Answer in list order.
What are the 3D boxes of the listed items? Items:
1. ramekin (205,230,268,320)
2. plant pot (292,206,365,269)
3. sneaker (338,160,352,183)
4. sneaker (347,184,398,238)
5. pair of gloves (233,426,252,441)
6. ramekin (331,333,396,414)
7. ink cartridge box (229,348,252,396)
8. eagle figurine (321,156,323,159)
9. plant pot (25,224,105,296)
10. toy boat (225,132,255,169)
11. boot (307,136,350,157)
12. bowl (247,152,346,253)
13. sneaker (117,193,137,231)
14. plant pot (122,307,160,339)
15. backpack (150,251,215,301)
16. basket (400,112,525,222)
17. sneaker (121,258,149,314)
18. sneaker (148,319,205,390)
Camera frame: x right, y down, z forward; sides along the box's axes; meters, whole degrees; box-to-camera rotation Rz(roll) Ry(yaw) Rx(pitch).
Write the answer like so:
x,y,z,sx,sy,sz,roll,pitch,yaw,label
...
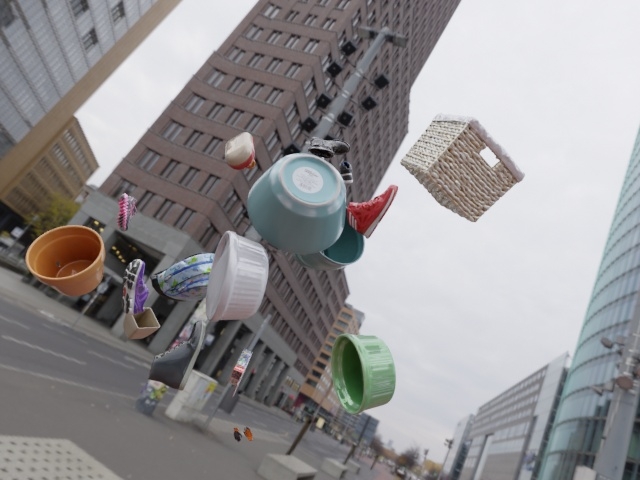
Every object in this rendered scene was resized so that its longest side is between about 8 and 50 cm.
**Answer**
x,y,z,sx,sy,sz,roll,pitch,yaw,label
-0.252,0.114,1.287,0.127,0.272,0.273,13,-14,-23,ramekin
0.000,0.000,1.675,0.293,0.293,0.196,36,-45,-17,plant pot
0.136,-0.408,2.498,0.079,0.121,0.217,-7,17,-18,sneaker
0.165,-0.119,1.458,0.128,0.087,0.221,32,-63,5,sneaker
-0.342,0.855,1.869,0.083,0.010,0.074,-8,-75,7,pair of gloves
0.168,0.514,1.669,0.148,0.303,0.303,-1,-10,-22,ramekin
-0.221,0.355,1.140,0.029,0.115,0.062,23,-57,-1,ink cartridge box
0.012,-0.275,2.257,0.298,0.226,0.225,31,-23,-27,eagle figurine
-1.079,0.106,1.847,0.291,0.290,0.203,26,-39,11,plant pot
-0.377,-0.417,2.092,0.151,0.231,0.151,-26,-52,11,toy boat
0.052,-0.509,2.406,0.263,0.229,0.091,6,-64,-9,boot
-0.049,-0.131,1.244,0.312,0.311,0.163,30,-33,-1,bowl
-0.597,-0.085,1.322,0.047,0.119,0.057,-8,-13,32,sneaker
-0.764,0.355,1.782,0.109,0.096,0.109,52,19,26,plant pot
-0.661,0.196,2.244,0.290,0.356,0.273,27,28,-58,backpack
0.537,-0.292,1.676,0.328,0.266,0.331,41,9,-19,basket
-0.548,0.138,1.272,0.068,0.169,0.071,17,10,37,sneaker
-0.441,0.338,1.316,0.118,0.222,0.083,23,-33,-15,sneaker
